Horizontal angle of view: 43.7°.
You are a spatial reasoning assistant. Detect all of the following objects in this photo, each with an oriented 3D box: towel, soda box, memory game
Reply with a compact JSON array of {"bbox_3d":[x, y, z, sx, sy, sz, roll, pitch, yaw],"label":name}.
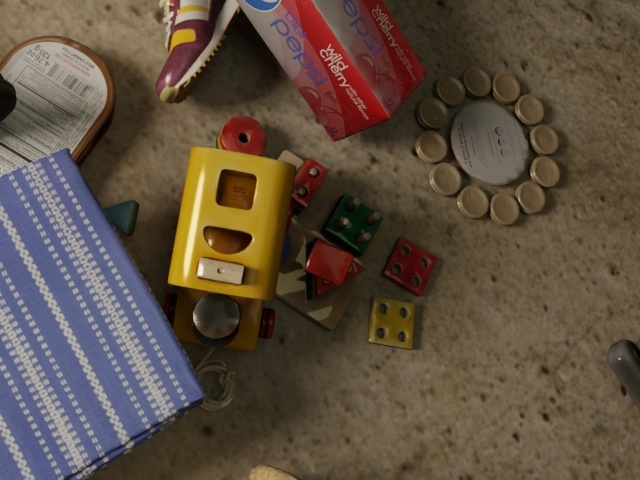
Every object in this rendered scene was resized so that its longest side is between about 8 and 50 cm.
[{"bbox_3d":[-0.286,0.107,0.605,0.336,0.040,0.243,-30,86,-14],"label":"towel"},{"bbox_3d":[-0.012,-0.230,0.758,0.263,0.083,0.092,53,51,-17],"label":"soda box"},{"bbox_3d":[0.186,-0.105,0.883,0.186,0.012,0.186,5,75,-20],"label":"memory game"}]

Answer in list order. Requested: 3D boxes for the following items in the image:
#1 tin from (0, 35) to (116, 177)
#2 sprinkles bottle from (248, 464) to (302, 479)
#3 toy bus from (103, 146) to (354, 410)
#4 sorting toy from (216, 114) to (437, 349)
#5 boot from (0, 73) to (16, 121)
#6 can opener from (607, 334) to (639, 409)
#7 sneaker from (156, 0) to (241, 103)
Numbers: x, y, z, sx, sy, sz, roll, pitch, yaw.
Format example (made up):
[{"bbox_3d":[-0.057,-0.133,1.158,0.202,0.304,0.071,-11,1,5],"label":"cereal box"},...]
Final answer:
[{"bbox_3d":[-0.257,-0.098,0.700,0.106,0.040,0.189,31,68,-6],"label":"tin"},{"bbox_3d":[-0.098,0.348,0.594,0.121,0.121,0.355,39,66,-7],"label":"sprinkles bottle"},{"bbox_3d":[-0.080,0.020,0.667,0.191,0.104,0.202,-36,91,-5],"label":"toy bus"},{"bbox_3d":[0.000,0.000,0.765,0.275,0.046,0.132,35,67,-10],"label":"sorting toy"},{"bbox_3d":[-0.377,-0.194,0.633,0.263,0.091,0.228,-3,75,-5],"label":"boot"},{"bbox_3d":[0.421,0.213,0.870,0.283,0.076,0.095,55,33,1],"label":"can opener"},{"bbox_3d":[-0.129,-0.213,0.762,0.084,0.069,0.185,30,59,-14],"label":"sneaker"}]
